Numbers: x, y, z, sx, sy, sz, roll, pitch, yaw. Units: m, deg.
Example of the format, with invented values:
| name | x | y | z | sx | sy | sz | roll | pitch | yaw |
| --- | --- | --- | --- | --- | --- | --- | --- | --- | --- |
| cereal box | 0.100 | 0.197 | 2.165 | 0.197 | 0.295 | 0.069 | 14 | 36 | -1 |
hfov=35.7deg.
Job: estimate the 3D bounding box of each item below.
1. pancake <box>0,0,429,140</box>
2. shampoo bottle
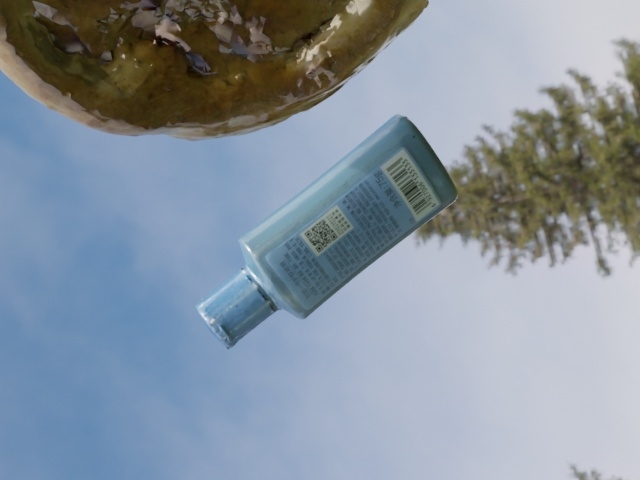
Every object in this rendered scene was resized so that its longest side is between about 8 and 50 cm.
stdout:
| name | x | y | z | sx | sy | sz | roll | pitch | yaw |
| --- | --- | --- | --- | --- | --- | --- | --- | --- | --- |
| pancake | -0.082 | -0.239 | 0.737 | 0.382 | 0.382 | 0.071 | 48 | -164 | -34 |
| shampoo bottle | 0.000 | 0.000 | 0.908 | 0.104 | 0.258 | 0.061 | 54 | 176 | -28 |
